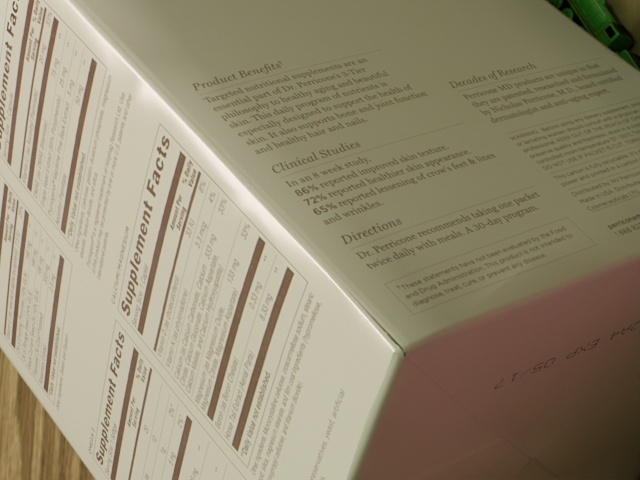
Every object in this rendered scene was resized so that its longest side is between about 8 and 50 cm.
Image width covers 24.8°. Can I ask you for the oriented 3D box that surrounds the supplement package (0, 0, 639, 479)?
[{"bbox_3d":[0.000,0.000,0.599,0.262,0.199,0.198,46,137,32],"label":"supplement package"}]

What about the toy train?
[{"bbox_3d":[0.131,-0.093,0.674,0.023,0.017,0.083,-47,46,28],"label":"toy train"}]
